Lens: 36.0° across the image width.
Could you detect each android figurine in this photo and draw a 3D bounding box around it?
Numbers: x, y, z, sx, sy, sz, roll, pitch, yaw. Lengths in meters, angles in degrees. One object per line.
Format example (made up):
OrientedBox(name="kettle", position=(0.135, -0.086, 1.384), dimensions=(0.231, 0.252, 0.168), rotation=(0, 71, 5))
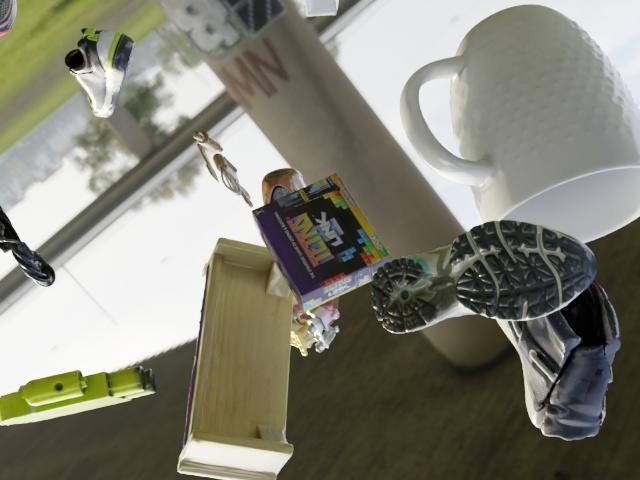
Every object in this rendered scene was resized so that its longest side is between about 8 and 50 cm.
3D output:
OrientedBox(name="android figurine", position=(-0.417, 0.256, 1.631), dimensions=(0.273, 0.056, 0.248), rotation=(-12, 169, 2))

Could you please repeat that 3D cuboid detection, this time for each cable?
OrientedBox(name="cable", position=(-0.513, 0.005, 1.675), dimensions=(0.047, 0.150, 0.184), rotation=(-44, -141, -8))

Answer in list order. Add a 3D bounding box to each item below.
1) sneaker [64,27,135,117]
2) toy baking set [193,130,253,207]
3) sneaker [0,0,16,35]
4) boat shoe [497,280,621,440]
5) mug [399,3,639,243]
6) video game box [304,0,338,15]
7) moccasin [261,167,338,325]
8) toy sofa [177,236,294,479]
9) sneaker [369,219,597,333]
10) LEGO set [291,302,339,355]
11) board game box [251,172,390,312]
OrientedBox(name="sneaker", position=(-0.361, -0.280, 1.584), dimensions=(0.234, 0.097, 0.084), rotation=(134, -28, -63))
OrientedBox(name="toy baking set", position=(-0.220, -0.170, 2.256), dimensions=(0.030, 0.196, 0.256), rotation=(-37, 161, 7))
OrientedBox(name="sneaker", position=(-0.442, -0.392, 1.186), dimensions=(0.121, 0.299, 0.112), rotation=(-24, -162, -33))
OrientedBox(name="boat shoe", position=(0.306, 0.082, 1.269), dimensions=(0.127, 0.158, 0.340), rotation=(1, -145, -7))
OrientedBox(name="mug", position=(0.295, -0.180, 1.491), dimensions=(0.374, 0.328, 0.276), rotation=(-4, 154, -24))
OrientedBox(name="video game box", position=(-0.006, -0.427, 1.299), dimensions=(0.048, 0.205, 0.187), rotation=(-6, -146, 6))
OrientedBox(name="moccasin", position=(-0.042, 0.029, 2.184), dimensions=(0.139, 0.380, 0.147), rotation=(-8, -159, 5))
OrientedBox(name="toy sofa", position=(-0.127, 0.193, 1.536), dimensions=(0.177, 0.150, 0.362), rotation=(121, -23, -53))
OrientedBox(name="sneaker", position=(0.191, 0.032, 1.113), dimensions=(0.283, 0.110, 0.122), rotation=(-11, -179, 45))
OrientedBox(name="LEGO set", position=(-0.068, 0.107, 1.803), dimensions=(0.287, 0.132, 0.107), rotation=(31, -125, 33))
OrientedBox(name="board game box", position=(0.000, 0.000, 1.408), dimensions=(0.141, 0.048, 0.170), rotation=(-24, -123, -12))
